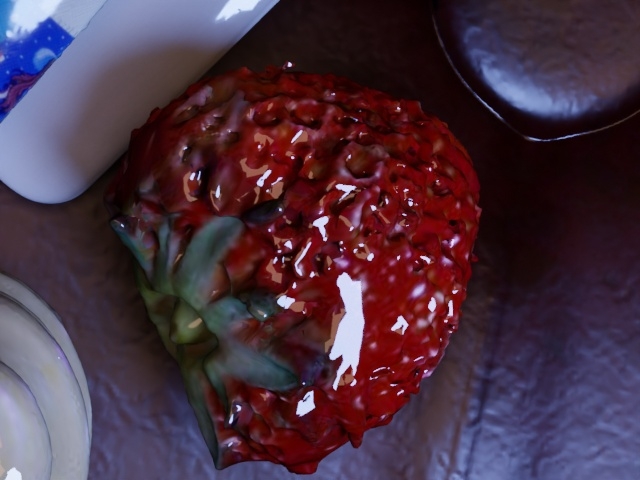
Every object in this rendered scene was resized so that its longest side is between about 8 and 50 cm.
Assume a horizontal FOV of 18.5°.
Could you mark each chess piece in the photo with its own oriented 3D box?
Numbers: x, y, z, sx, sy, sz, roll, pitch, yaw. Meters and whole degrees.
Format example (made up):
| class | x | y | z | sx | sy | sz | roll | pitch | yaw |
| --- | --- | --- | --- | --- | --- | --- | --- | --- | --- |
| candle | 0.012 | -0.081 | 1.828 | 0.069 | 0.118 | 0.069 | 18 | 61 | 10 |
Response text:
| class | x | y | z | sx | sy | sz | roll | pitch | yaw |
| --- | --- | --- | --- | --- | --- | --- | --- | --- | --- |
| chess piece | -0.149 | 0.075 | 0.850 | 0.124 | 0.307 | 0.139 | 22 | 83 | -8 |

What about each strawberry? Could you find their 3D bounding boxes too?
| class | x | y | z | sx | sy | sz | roll | pitch | yaw |
| --- | --- | --- | --- | --- | --- | --- | --- | --- | --- |
| strawberry | 0.000 | 0.000 | 0.955 | 0.201 | 0.184 | 0.187 | -28 | 54 | -32 |

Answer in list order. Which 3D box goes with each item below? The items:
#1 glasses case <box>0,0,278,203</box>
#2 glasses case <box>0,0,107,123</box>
| class | x | y | z | sx | sy | sz | roll | pitch | yaw |
| --- | --- | --- | --- | --- | --- | --- | --- | --- | --- |
| glasses case | -0.094 | -0.099 | 0.984 | 0.193 | 0.049 | 0.074 | -44 | 99 | 9 |
| glasses case | -0.221 | -0.074 | 0.934 | 0.125 | 0.076 | 0.327 | 41 | 99 | -16 |
